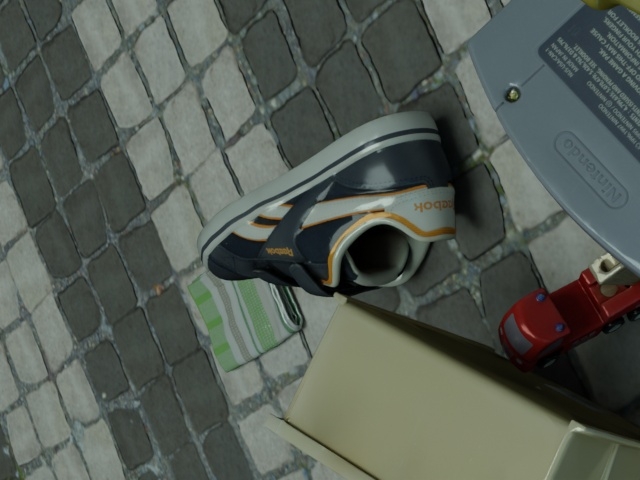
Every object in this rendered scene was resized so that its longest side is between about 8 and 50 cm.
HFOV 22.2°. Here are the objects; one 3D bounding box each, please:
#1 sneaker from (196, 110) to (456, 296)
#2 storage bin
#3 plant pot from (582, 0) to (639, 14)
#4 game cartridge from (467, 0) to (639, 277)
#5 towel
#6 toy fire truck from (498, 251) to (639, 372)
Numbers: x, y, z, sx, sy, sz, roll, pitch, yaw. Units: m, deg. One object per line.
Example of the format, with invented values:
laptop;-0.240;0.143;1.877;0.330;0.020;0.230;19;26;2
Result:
sneaker;0.000;0.000;1.521;0.321;0.126;0.127;-31;71;47
storage bin;0.147;0.166;1.282;0.262;0.260;0.123;26;93;42
plant pot;0.290;-0.217;1.047;0.239;0.254;0.254;43;132;12
game cartridge;0.250;-0.090;1.186;0.198;0.062;0.297;-44;63;13
towel;-0.083;0.068;1.717;0.152;0.023;0.113;-35;74;49
toy fire truck;0.231;0.025;1.251;0.047;0.192;0.135;60;166;20
